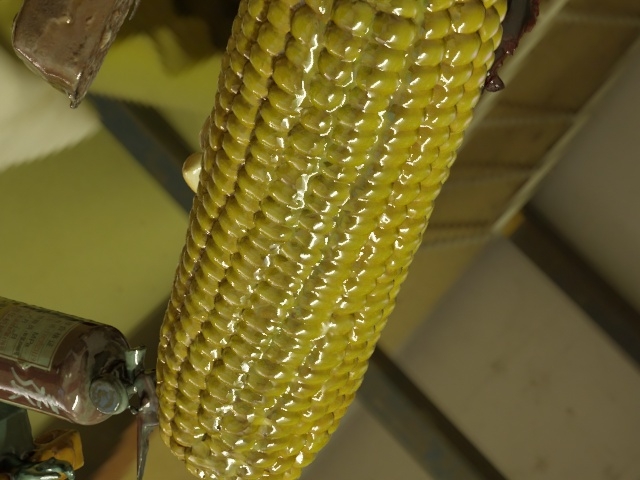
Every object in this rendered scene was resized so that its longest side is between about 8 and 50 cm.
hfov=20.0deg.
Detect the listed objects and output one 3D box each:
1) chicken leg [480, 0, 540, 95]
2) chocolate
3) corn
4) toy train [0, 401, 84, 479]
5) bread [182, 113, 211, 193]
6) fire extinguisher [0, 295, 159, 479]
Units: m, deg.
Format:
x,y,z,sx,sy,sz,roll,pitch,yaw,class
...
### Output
x,y,z,sx,sy,sz,roll,pitch,yaw,class
0.141,-0.296,1.736,0.158,0.407,0.096,-5,148,2,chicken leg
-0.218,-0.237,1.684,0.214,0.093,0.148,-63,180,-3,chocolate
-0.003,-0.029,1.012,0.144,0.144,0.387,-24,143,-44,corn
-0.384,0.238,1.600,0.178,0.429,0.249,-29,113,-57,toy train
-0.006,-0.155,1.895,0.311,0.173,0.121,-62,-178,-10,bread
-0.181,0.101,1.294,0.075,0.252,0.106,-46,136,-41,fire extinguisher
